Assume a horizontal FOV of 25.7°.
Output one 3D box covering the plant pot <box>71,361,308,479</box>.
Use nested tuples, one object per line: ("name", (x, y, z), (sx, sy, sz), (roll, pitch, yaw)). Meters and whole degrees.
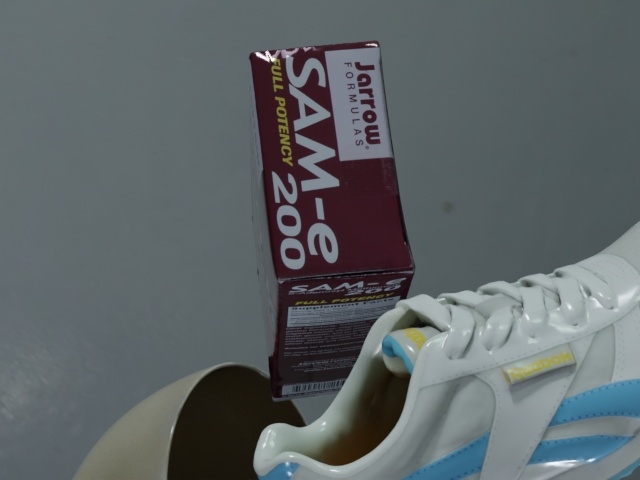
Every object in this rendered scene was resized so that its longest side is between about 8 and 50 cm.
("plant pot", (-0.138, 0.275, 1.351), (0.284, 0.191, 0.284), (36, 46, -49))

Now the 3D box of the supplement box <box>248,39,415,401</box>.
("supplement box", (0.000, 0.000, 0.803), (0.073, 0.239, 0.130), (-6, 69, -5))

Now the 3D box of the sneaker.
("sneaker", (0.079, 0.055, 0.576), (0.229, 0.087, 0.092), (-39, 112, -7))
